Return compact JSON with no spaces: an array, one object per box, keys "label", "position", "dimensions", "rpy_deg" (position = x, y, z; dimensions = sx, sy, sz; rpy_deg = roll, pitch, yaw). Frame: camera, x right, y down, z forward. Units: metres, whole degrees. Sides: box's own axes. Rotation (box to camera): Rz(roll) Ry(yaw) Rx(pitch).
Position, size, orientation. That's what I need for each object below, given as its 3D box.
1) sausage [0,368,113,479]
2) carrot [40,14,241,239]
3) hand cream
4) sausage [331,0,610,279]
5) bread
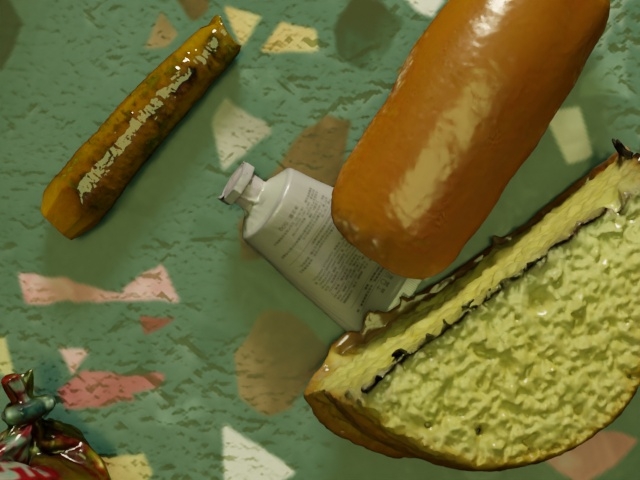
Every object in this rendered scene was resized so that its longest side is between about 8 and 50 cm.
[{"label":"sausage","position":[-0.163,0.237,1.118],"dimensions":[0.125,0.117,0.317],"rpy_deg":[-4,89,-34]},{"label":"carrot","position":[-0.113,-0.073,1.158],"dimensions":[0.042,0.042,0.170],"rpy_deg":[43,88,0]},{"label":"hand cream","position":[0.000,0.000,1.159],"dimensions":[0.142,0.053,0.084],"rpy_deg":[34,90,-15]},{"label":"sausage","position":[0.093,-0.087,1.127],"dimensions":[0.098,0.098,0.238],"rpy_deg":[33,83,0]},{"label":"bread","position":[0.128,0.065,1.114],"dimensions":[0.260,0.129,0.134],"rpy_deg":[-39,101,-2]}]
